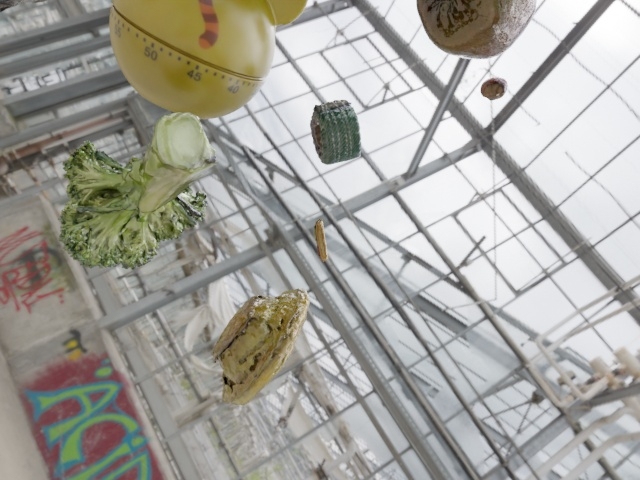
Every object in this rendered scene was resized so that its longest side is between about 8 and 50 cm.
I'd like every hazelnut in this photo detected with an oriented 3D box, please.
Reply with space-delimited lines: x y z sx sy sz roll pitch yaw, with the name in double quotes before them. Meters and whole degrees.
"hazelnut" 0.564 -0.498 1.632 0.086 0.086 0.086 50 -24 32

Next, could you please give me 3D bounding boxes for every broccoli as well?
"broccoli" -0.299 -0.084 0.808 0.361 0.252 0.221 136 -51 -69

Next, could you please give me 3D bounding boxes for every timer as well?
"timer" -0.245 -0.464 1.050 0.376 0.376 0.386 47 -61 38

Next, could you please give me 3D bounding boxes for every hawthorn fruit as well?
"hawthorn fruit" 0.400 -0.587 1.252 0.268 0.301 0.267 -8 -101 44

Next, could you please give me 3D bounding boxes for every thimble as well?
"thimble" 0.033 -0.234 1.102 0.135 0.090 0.118 94 -21 -63

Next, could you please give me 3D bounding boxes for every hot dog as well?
"hot dog" 0.000 0.000 0.959 0.037 0.021 0.083 98 -17 -82

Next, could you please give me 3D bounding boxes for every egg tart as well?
"egg tart" -0.112 0.172 0.877 0.106 0.241 0.241 34 -17 -10

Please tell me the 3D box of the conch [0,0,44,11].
"conch" -0.235 -0.244 0.278 0.240 0.313 0.186 54 11 -54
